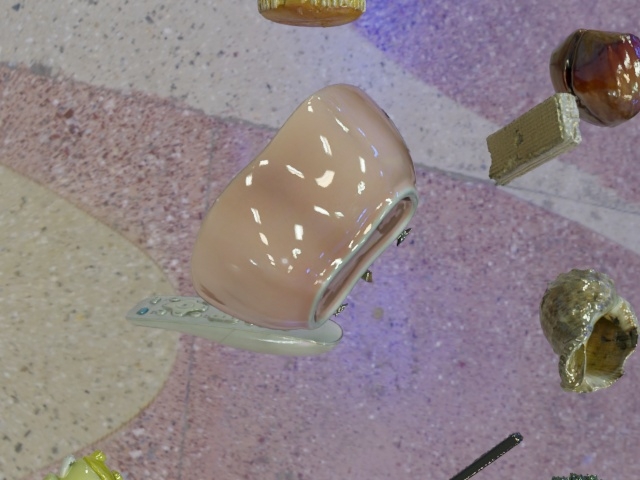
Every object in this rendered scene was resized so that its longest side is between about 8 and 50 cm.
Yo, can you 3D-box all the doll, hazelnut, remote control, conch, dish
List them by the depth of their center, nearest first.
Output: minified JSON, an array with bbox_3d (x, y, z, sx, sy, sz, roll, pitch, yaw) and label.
[{"bbox_3d":[0.004,-0.010,0.612,0.090,0.213,0.213,38,64,15],"label":"dish"},{"bbox_3d":[-0.090,0.092,0.841,0.229,0.073,0.044,5,109,10],"label":"remote control"},{"bbox_3d":[-0.337,0.350,1.044,0.162,0.062,0.106,-41,112,-28],"label":"doll"},{"bbox_3d":[0.405,0.135,1.195,0.155,0.130,0.207,10,56,7],"label":"conch"},{"bbox_3d":[0.318,0.474,1.663,0.245,0.063,0.025,-40,74,13],"label":"remote control"},{"bbox_3d":[0.589,-0.341,1.686,0.181,0.212,0.180,14,91,-30],"label":"hazelnut"}]

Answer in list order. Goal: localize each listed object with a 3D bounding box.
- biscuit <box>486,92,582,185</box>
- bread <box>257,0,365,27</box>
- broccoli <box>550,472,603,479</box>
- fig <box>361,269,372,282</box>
[{"bbox_3d":[0.420,-0.198,1.598,0.062,0.239,0.108,5,71,-25],"label":"biscuit"},{"bbox_3d":[-0.018,-0.427,1.388,0.132,0.191,0.114,-22,111,-64],"label":"bread"},{"bbox_3d":[0.492,0.657,1.714,0.375,0.249,0.301,-44,139,-36],"label":"broccoli"},{"bbox_3d":[-0.012,-0.028,1.785,0.233,0.314,0.233,-2,92,-52],"label":"fig"}]
